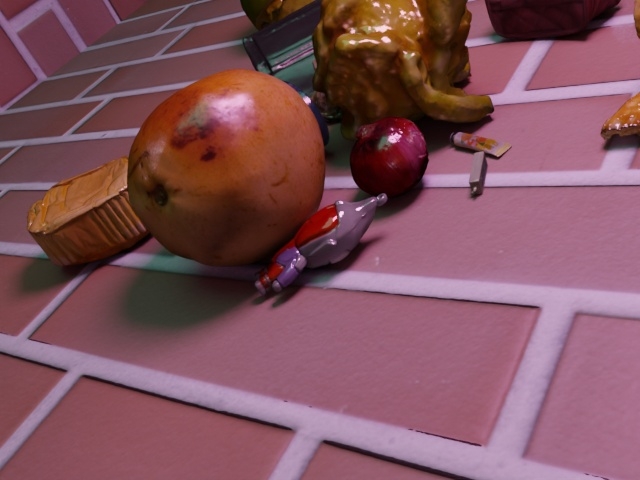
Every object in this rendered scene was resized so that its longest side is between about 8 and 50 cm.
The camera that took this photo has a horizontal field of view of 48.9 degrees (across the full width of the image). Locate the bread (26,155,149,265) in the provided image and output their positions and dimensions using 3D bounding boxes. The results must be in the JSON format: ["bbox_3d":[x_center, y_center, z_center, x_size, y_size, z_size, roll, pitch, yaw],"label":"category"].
[{"bbox_3d":[-0.421,-0.049,1.327,0.250,0.133,0.179,-26,34,5],"label":"bread"}]

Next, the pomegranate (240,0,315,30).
[{"bbox_3d":[-0.079,-0.656,1.839,0.260,0.260,0.340,-22,4,9],"label":"pomegranate"}]

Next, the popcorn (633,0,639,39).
[{"bbox_3d":[0.545,-0.297,0.910,0.253,0.191,0.190,-6,38,31],"label":"popcorn"}]

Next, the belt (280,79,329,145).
[{"bbox_3d":[-0.065,-0.215,1.288,0.082,0.141,0.190,-36,32,-15],"label":"belt"}]

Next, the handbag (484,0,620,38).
[{"bbox_3d":[0.411,-0.451,1.264,0.135,0.146,0.225,-39,33,-26],"label":"handbag"}]

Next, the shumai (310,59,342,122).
[{"bbox_3d":[0.036,-0.313,1.367,0.145,0.116,0.145,-13,42,12],"label":"shumai"}]

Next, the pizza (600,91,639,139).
[{"bbox_3d":[0.458,-0.176,0.951,0.160,0.036,0.099,-36,33,-11],"label":"pizza"}]

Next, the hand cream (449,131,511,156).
[{"bbox_3d":[0.244,-0.150,1.087,0.035,0.022,0.102,-35,37,-26],"label":"hand cream"}]

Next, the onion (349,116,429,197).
[{"bbox_3d":[0.102,-0.127,1.067,0.131,0.131,0.131,-19,34,13],"label":"onion"}]

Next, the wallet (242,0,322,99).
[{"bbox_3d":[-0.027,-0.402,1.535,0.247,0.041,0.323,-29,52,2],"label":"wallet"}]

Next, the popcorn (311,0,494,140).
[{"bbox_3d":[0.135,-0.299,1.164,0.290,0.326,0.321,-37,-7,-4],"label":"popcorn"}]

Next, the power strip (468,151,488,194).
[{"bbox_3d":[0.228,-0.096,1.017,0.017,0.027,0.083,-8,39,27],"label":"power strip"}]

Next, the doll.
[{"bbox_3d":[0.000,0.000,1.006,0.227,0.075,0.102,-35,22,7],"label":"doll"}]

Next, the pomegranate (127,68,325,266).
[{"bbox_3d":[-0.129,-0.107,1.077,0.319,0.319,0.319,-19,34,13],"label":"pomegranate"}]
